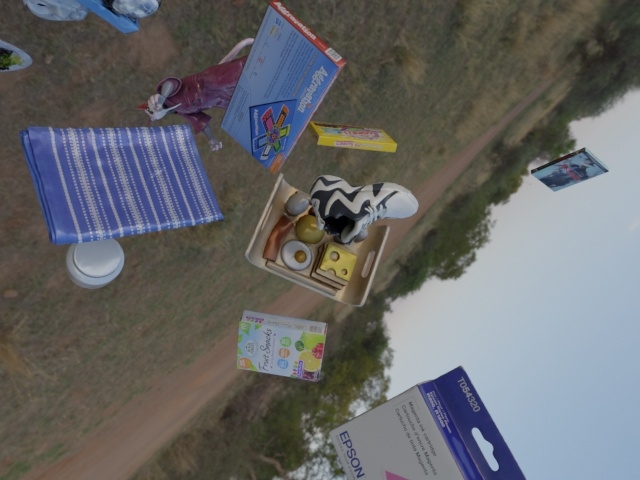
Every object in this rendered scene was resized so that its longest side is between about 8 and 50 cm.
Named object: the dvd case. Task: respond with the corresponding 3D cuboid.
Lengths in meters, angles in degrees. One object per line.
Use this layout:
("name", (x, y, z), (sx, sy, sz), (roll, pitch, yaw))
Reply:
("dvd case", (0.518, -0.145, 0.976), (0.119, 0.087, 0.013), (-26, -137, 51))

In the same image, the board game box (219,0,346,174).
("board game box", (-0.078, -0.247, 0.809), (0.027, 0.145, 0.281), (-47, 180, -39))

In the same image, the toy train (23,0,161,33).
("toy train", (-0.144, -0.214, 0.270), (0.105, 0.184, 0.080), (-11, -179, 13))

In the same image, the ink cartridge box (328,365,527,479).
("ink cartridge box", (0.218, 0.472, 0.940), (0.330, 0.324, 0.071), (-36, 154, 20))

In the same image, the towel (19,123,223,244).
("towel", (-0.381, -0.126, 0.930), (0.336, 0.243, 0.040), (-12, 163, -38))

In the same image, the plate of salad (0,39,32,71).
("plate of salad", (-0.460, -0.221, 0.557), (0.200, 0.199, 0.048), (-12, 103, -72))

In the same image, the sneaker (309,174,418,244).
("sneaker", (0.093, -0.047, 0.962), (0.094, 0.234, 0.153), (119, -22, -47))

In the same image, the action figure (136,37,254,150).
("action figure", (-0.324, -0.411, 1.255), (0.370, 0.276, 0.248), (-12, 157, 7))

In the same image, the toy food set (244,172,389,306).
("toy food set", (0.000, 0.000, 1.103), (0.220, 0.306, 0.092), (-69, -167, -18))

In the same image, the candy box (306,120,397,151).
("candy box", (0.077, -0.257, 1.156), (0.205, 0.105, 0.027), (1, 126, -20))

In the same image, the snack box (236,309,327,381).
("snack box", (-0.065, 0.176, 0.778), (0.037, 0.141, 0.100), (-76, 175, -64))

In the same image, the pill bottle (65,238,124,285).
("pill bottle", (-0.566, 0.050, 1.175), (0.131, 0.131, 0.229), (-40, -169, -28))
